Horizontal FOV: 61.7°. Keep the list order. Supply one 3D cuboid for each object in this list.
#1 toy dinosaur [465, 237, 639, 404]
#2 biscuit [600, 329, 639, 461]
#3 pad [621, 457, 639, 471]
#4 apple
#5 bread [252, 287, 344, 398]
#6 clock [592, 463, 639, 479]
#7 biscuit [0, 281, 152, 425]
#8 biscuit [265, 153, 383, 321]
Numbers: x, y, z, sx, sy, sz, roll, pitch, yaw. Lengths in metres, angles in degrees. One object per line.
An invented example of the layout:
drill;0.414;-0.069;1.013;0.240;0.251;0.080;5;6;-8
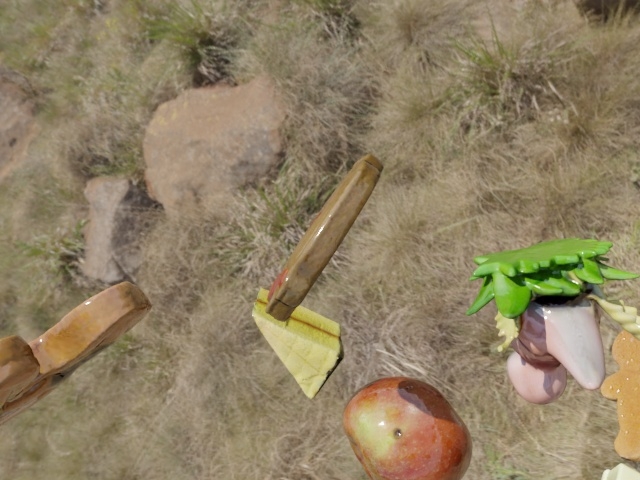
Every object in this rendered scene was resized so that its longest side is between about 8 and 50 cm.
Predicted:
toy dinosaur;0.213;0.097;0.526;0.194;0.152;0.177;-173;70;-76
biscuit;0.593;0.267;0.976;0.165;0.036;0.250;-46;20;42
pad;0.715;0.431;1.098;0.158;0.235;0.003;-58;9;-24
apple;0.230;0.526;1.447;0.277;0.348;0.348;-29;48;-12
bread;-0.085;0.269;1.424;0.163;0.264;0.168;-60;8;21
clock;0.598;0.696;1.173;0.120;0.276;0.379;25;50;18
biscuit;-0.286;0.139;0.467;0.334;0.202;0.047;-32;90;33
biscuit;0.000;0.000;1.067;0.359;0.074;0.381;-56;4;-18
